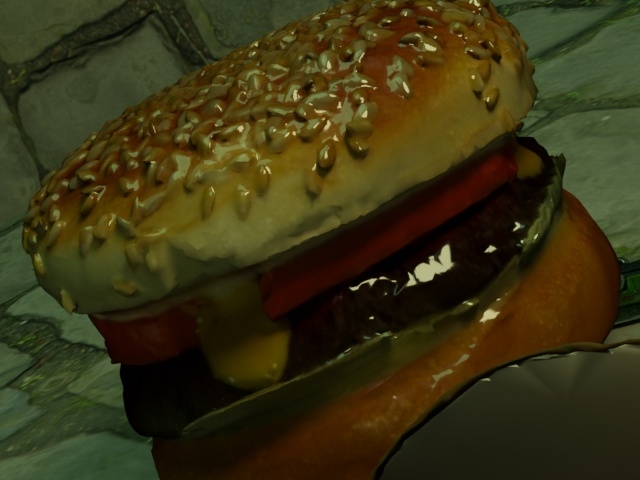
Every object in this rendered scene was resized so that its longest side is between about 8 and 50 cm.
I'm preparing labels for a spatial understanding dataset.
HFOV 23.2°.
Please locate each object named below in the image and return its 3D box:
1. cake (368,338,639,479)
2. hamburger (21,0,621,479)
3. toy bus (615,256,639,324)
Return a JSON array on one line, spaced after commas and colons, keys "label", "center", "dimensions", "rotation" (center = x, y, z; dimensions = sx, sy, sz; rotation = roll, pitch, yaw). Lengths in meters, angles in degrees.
[{"label": "cake", "center": [0.093, 0.144, 0.514], "dimensions": [0.207, 0.185, 0.178], "rotation": [-51, -18, -20]}, {"label": "hamburger", "center": [0.000, 0.000, 0.931], "dimensions": [0.330, 0.250, 0.330], "rotation": [-28, 16, 9]}, {"label": "toy bus", "center": [0.209, 0.026, 0.966], "dimensions": [0.083, 0.037, 0.031], "rotation": [-16, 16, 25]}]
